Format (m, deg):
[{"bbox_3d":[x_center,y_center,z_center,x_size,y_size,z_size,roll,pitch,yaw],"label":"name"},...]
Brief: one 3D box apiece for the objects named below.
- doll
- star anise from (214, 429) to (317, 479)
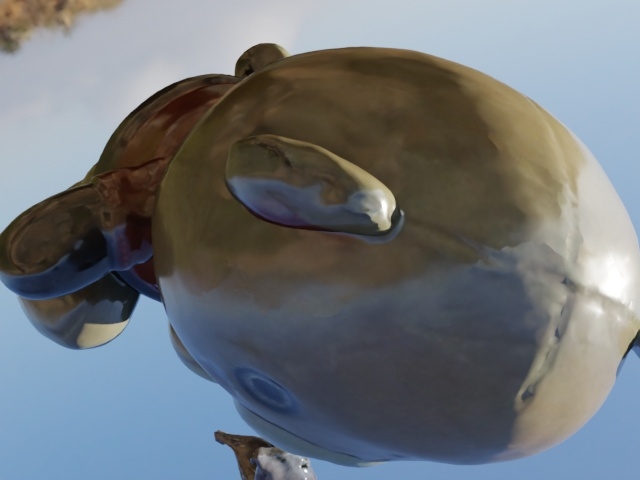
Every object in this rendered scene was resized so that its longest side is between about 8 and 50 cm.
[{"bbox_3d":[0.000,0.000,0.577,0.330,0.235,0.174,13,-100,58],"label":"doll"},{"bbox_3d":[-0.015,0.228,1.157,0.063,0.172,0.208,-41,-163,-14],"label":"star anise"}]
